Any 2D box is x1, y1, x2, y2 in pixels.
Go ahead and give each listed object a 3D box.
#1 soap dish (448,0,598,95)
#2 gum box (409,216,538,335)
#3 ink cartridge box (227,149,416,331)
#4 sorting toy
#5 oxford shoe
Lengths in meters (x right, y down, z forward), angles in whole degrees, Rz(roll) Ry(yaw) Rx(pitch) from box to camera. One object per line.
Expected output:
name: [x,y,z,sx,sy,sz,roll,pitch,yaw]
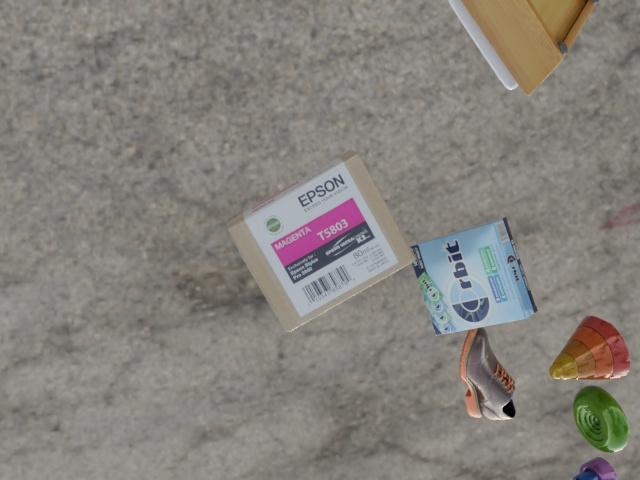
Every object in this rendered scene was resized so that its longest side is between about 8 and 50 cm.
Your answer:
soap dish: [0.350,-0.410,1.678,0.118,0.291,0.229,-24,110,41]
gum box: [0.238,0.060,1.580,0.041,0.157,0.184,-20,-178,-43]
ink cartridge box: [0.000,0.000,1.536,0.234,0.088,0.193,-30,100,1]
sorting toy: [0.456,0.315,1.745,0.126,0.127,0.365,-20,118,-25]
oxford shoe: [0.333,0.257,1.933,0.098,0.097,0.271,10,143,25]
